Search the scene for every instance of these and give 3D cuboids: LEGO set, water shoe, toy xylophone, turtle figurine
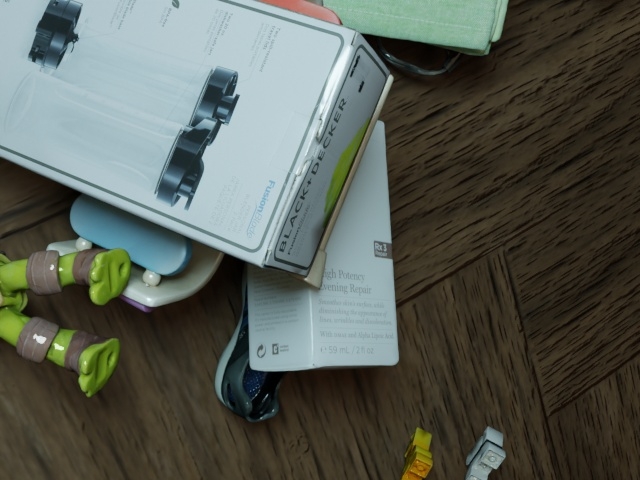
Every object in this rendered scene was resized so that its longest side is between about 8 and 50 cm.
[{"bbox_3d":[0.115,0.270,0.985,0.087,0.093,0.227,28,118,1],"label":"LEGO set"},{"bbox_3d":[-0.038,0.074,0.855,0.073,0.080,0.203,14,95,-32],"label":"water shoe"},{"bbox_3d":[-0.079,-0.093,0.729,0.081,0.236,0.322,24,82,-70],"label":"toy xylophone"},{"bbox_3d":[-0.262,0.056,0.686,0.218,0.087,0.269,10,82,11],"label":"turtle figurine"}]

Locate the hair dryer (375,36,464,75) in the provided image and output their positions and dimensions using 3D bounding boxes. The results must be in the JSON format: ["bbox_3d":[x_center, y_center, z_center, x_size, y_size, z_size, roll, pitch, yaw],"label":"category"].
[{"bbox_3d":[0.184,-0.295,0.908,0.294,0.080,0.223,-9,109,-13],"label":"hair dryer"}]

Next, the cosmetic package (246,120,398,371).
[{"bbox_3d":[0.000,0.000,0.802,0.117,0.086,0.231,6,78,-46],"label":"cosmetic package"}]

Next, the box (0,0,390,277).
[{"bbox_3d":[-0.116,-0.101,0.652,0.169,0.290,0.087,-69,159,-1],"label":"box"}]

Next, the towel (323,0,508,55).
[{"bbox_3d":[0.071,-0.347,0.803,0.248,0.038,0.324,8,100,-8],"label":"towel"}]
